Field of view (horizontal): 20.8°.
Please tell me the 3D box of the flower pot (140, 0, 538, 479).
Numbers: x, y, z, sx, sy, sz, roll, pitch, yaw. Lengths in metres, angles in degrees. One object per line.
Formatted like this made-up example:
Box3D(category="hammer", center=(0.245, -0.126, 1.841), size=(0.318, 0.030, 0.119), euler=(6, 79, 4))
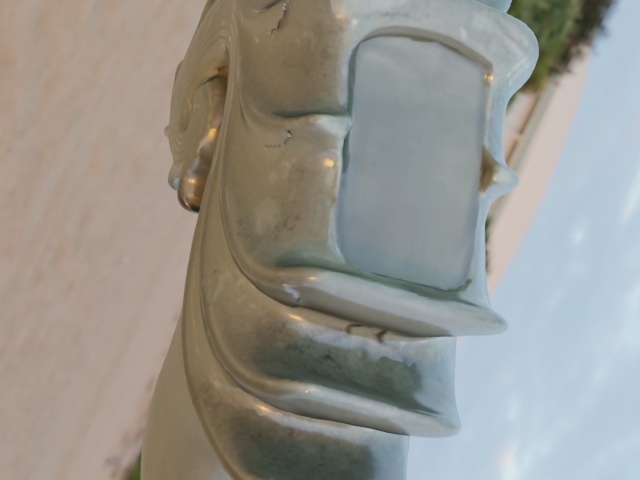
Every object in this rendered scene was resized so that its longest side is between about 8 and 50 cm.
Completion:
Box3D(category="flower pot", center=(0.000, 0.000, 1.005), size=(0.254, 0.165, 0.367), euler=(-26, -126, 59))
